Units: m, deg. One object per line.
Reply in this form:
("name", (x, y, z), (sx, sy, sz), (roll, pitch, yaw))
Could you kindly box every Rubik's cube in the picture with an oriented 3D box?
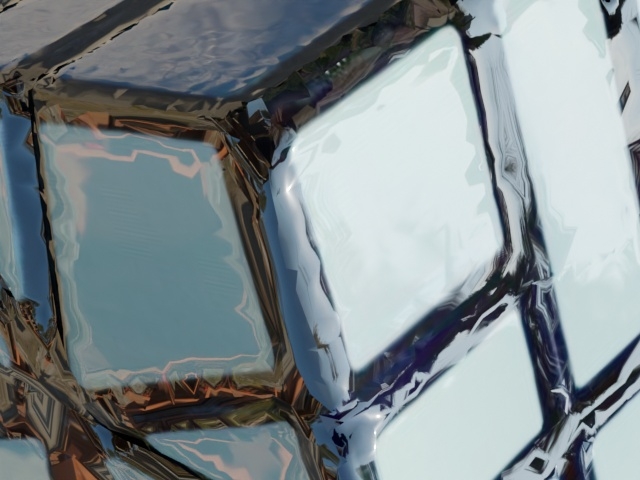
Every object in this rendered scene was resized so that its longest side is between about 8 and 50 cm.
("Rubik's cube", (0.000, 0.000, 0.771), (0.283, 0.288, 0.294), (-41, 128, -36))
